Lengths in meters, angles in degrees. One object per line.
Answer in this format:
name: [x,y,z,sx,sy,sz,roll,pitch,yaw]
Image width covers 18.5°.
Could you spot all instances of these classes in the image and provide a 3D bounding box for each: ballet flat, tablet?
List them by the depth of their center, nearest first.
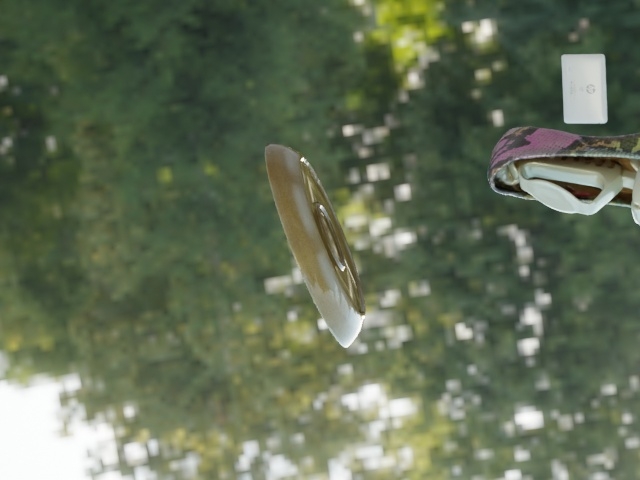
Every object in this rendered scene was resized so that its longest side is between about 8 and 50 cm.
ballet flat: [0.239,-0.049,1.587,0.221,0.077,0.079,5,-136,24]
tablet: [0.316,-0.181,2.355,0.054,0.083,0.006,2,-167,25]

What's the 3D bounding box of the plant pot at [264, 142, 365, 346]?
plant pot: [0.000,0.000,2.124,0.032,0.236,0.236,-21,-170,8]
